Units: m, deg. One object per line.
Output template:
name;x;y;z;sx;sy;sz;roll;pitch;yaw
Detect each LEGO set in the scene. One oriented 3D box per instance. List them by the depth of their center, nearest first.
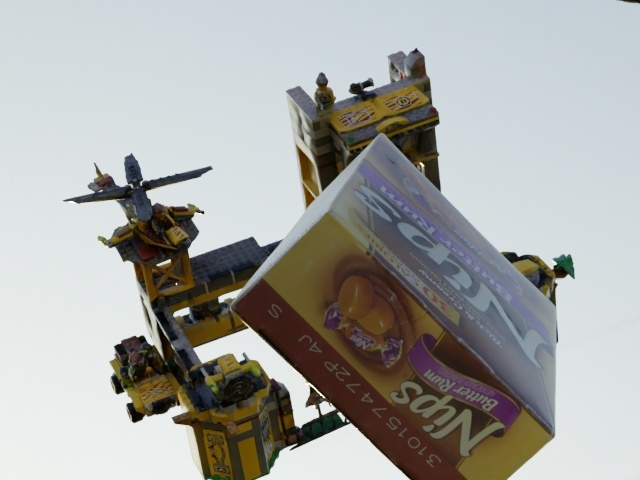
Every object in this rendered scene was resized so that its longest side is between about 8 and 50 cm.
LEGO set;0.000;0.000;1.268;0.331;0.255;0.192;-15;-53;-9

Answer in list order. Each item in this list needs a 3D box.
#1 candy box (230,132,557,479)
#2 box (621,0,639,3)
candy box;0.036;0.025;0.685;0.109;0.187;0.053;45;-76;-3
box;0.311;-0.212;1.232;0.225;0.036;0.136;13;-64;15
